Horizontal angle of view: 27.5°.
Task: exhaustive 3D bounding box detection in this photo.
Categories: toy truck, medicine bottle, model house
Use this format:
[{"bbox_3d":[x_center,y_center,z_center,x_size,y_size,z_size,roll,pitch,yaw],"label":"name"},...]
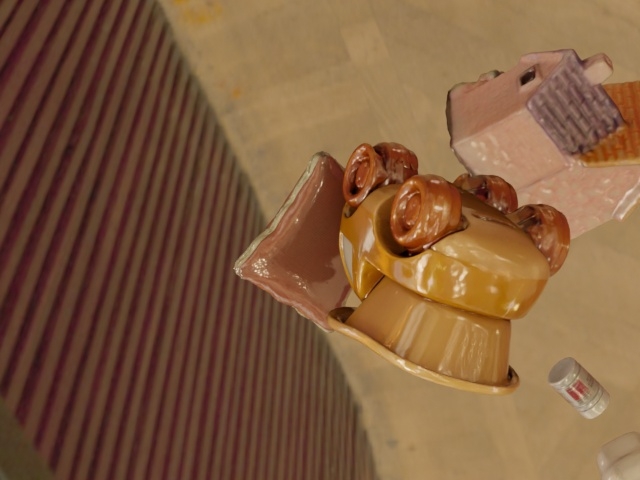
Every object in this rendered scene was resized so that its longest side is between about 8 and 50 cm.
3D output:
[{"bbox_3d":[0.131,0.026,1.427,0.204,0.288,0.212,14,101,-26],"label":"toy truck"},{"bbox_3d":[0.414,0.236,2.096,0.058,0.058,0.091,-40,109,21],"label":"medicine bottle"},{"bbox_3d":[0.327,-0.152,1.754,0.237,0.202,0.237,-27,118,28],"label":"model house"}]

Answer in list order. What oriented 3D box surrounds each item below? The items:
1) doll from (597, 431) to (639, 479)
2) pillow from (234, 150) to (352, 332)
[{"bbox_3d":[0.271,0.247,0.911,0.111,0.252,0.237,-31,153,6],"label":"doll"},{"bbox_3d":[0.000,0.000,1.562,0.171,0.075,0.179,35,87,-37],"label":"pillow"}]
